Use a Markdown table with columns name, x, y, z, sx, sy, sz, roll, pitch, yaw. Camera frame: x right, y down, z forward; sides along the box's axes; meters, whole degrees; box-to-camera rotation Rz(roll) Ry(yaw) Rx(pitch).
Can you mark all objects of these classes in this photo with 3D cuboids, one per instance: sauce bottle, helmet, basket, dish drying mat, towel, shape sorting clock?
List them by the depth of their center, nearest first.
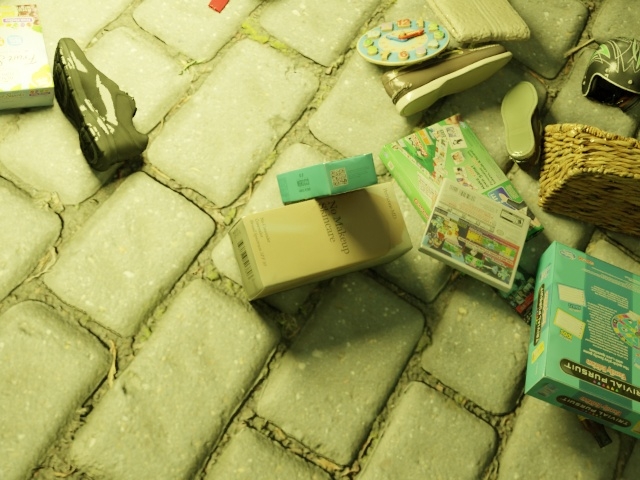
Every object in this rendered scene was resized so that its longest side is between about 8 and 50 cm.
| name | x | y | z | sx | sy | sz | roll | pitch | yaw |
| --- | --- | --- | --- | --- | --- | --- | --- | --- | --- |
| sauce bottle | 0.517 | 0.336 | 1.708 | 0.042 | 0.042 | 0.128 | -21 | 72 | -25 |
| basket | 0.643 | -0.167 | 1.910 | 0.299 | 0.213 | 0.223 | 17 | 60 | -7 |
| shape sorting clock | 0.183 | -0.442 | 1.965 | 0.206 | 0.040 | 0.206 | -7 | 34 | 5 |
| dish drying mat | -0.219 | -0.541 | 1.977 | 0.032 | 0.008 | 0.083 | 29 | 58 | -3 |
| helmet | 0.704 | -0.394 | 2.077 | 0.169 | 0.161 | 0.169 | 7 | 61 | -13 |
| towel | 0.350 | -0.547 | 2.085 | 0.187 | 0.049 | 0.282 | -7 | 47 | -18 |

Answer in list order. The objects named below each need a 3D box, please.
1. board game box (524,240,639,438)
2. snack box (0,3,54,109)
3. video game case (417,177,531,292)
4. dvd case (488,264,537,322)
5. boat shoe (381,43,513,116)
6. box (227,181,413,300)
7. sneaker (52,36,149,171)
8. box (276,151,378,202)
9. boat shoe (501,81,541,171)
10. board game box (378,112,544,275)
| name | x | y | z | sx | sy | sz | roll | pitch | yaw |
| --- | --- | --- | --- | --- | --- | --- | --- | --- | --- |
| board game box | 0.543 | 0.189 | 1.741 | 0.254 | 0.079 | 0.336 | 22 | 50 | -5 |
| snack box | -0.623 | -0.356 | 1.727 | 0.175 | 0.070 | 0.207 | -10 | 68 | -21 |
| video game case | 0.313 | -0.013 | 1.792 | 0.201 | 0.023 | 0.183 | 26 | 59 | -3 |
| dvd case | 0.405 | 0.100 | 1.817 | 0.119 | 0.013 | 0.087 | 46 | 60 | 9 |
| boat shoe | 0.285 | -0.380 | 1.979 | 0.324 | 0.116 | 0.096 | -26 | 75 | -21 |
| box | 0.000 | 0.000 | 1.676 | 0.311 | 0.121 | 0.148 | -16 | 81 | -22 |
| sneaker | -0.432 | -0.270 | 1.729 | 0.130 | 0.109 | 0.286 | -20 | 79 | -31 |
| box | 0.008 | -0.116 | 1.681 | 0.101 | 0.244 | 0.060 | -14 | 95 | -22 |
| boat shoe | 0.453 | -0.257 | 1.990 | 0.081 | 0.068 | 0.227 | -8 | 52 | 25 |
| board game box | 0.296 | -0.104 | 1.874 | 0.214 | 0.046 | 0.317 | -25 | 73 | -25 |
